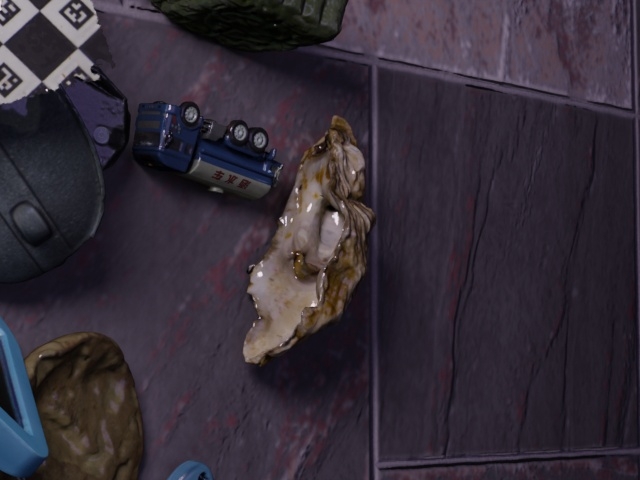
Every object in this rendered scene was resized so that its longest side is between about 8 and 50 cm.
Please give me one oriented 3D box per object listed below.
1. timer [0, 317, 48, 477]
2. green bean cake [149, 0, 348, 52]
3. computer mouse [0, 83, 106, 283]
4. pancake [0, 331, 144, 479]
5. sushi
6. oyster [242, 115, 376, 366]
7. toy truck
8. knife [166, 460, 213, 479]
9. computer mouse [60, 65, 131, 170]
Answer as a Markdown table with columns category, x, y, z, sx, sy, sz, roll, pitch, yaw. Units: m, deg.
| category | x | y | z | sx | sy | sz | roll | pitch | yaw |
| --- | --- | --- | --- | --- | --- | --- | --- | --- | --- |
| timer | -0.360 | 0.095 | 1.568 | 0.091 | 0.232 | 0.250 | -43 | 129 | 10 |
| green bean cake | -0.082 | -0.289 | 1.913 | 0.185 | 0.183 | 0.094 | 22 | 73 | -43 |
| computer mouse | -0.355 | -0.113 | 1.625 | 0.203 | 0.114 | 0.374 | -36 | 111 | -8 |
| pancake | -0.276 | 0.218 | 1.771 | 0.242 | 0.050 | 0.242 | -7 | 99 | -51 |
| sushi | -0.368 | -0.231 | 1.530 | 0.290 | 0.050 | 0.264 | -20 | 85 | -21 |
| oyster | 0.001 | 0.003 | 2.015 | 0.110 | 0.166 | 0.341 | 36 | 45 | -28 |
| toy truck | -0.132 | -0.105 | 1.931 | 0.202 | 0.074 | 0.088 | 19 | 82 | -44 |
| knife | -0.205 | 0.344 | 1.848 | 0.244 | 0.032 | 0.058 | -47 | 127 | -32 |
| computer mouse | -0.310 | -0.143 | 1.751 | 0.231 | 0.071 | 0.126 | 18 | 88 | -30 |
